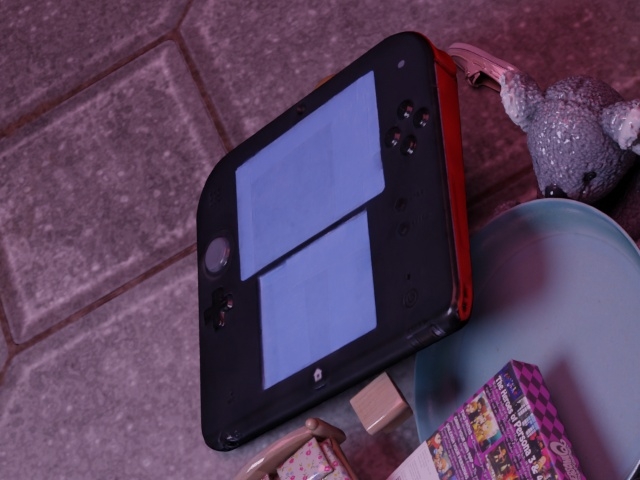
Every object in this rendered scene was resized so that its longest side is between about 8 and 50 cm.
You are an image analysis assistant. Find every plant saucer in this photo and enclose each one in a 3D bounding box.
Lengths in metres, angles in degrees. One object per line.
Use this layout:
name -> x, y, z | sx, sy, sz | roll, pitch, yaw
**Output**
plant saucer -> 0.206, 0.120, 1.467 | 0.318, 0.044, 0.317 | -20, 64, 48

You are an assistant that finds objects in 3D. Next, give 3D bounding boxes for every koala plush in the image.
koala plush -> 0.262, -0.082, 1.538 | 0.196, 0.221, 0.203 | 19, 69, 35

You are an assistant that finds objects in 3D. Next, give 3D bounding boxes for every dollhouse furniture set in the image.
dollhouse furniture set -> -0.034, 0.316, 1.407 | 0.355, 0.174, 0.303 | -42, 51, 11

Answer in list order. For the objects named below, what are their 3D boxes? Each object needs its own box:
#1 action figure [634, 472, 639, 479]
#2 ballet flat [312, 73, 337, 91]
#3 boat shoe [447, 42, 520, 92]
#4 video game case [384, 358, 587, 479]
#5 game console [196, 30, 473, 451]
action figure -> 0.340, 0.280, 1.346 | 0.185, 0.099, 0.285 | -20, 38, 21
ballet flat -> 0.021, -0.113, 1.770 | 0.080, 0.073, 0.232 | -22, 52, 14
boat shoe -> 0.177, -0.189, 1.771 | 0.100, 0.035, 0.035 | 30, 72, 30
video game case -> 0.156, 0.259, 1.418 | 0.210, 0.042, 0.232 | -50, 43, 32
game console -> 0.000, 0.000, 1.609 | 0.386, 0.060, 0.342 | -33, 45, 41
